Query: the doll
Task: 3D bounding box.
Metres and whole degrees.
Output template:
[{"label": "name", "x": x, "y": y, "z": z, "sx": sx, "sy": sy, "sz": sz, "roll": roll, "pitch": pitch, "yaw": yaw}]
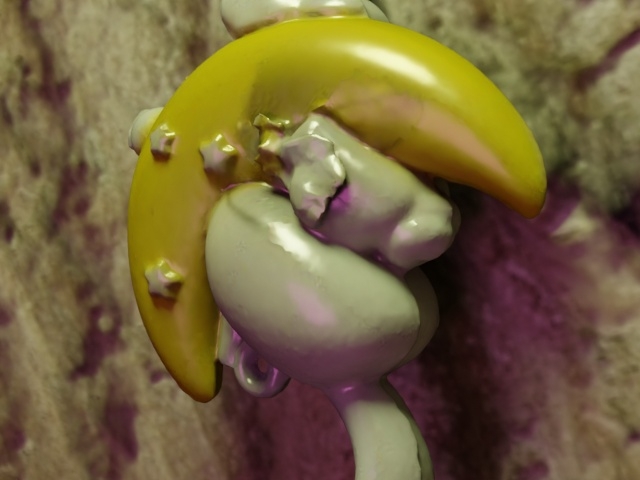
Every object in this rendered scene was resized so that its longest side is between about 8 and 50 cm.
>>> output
[{"label": "doll", "x": 0.000, "y": 0.000, "z": 0.933, "sx": 0.252, "sy": 0.111, "sz": 0.237, "roll": 37, "pitch": 108, "yaw": 24}]
